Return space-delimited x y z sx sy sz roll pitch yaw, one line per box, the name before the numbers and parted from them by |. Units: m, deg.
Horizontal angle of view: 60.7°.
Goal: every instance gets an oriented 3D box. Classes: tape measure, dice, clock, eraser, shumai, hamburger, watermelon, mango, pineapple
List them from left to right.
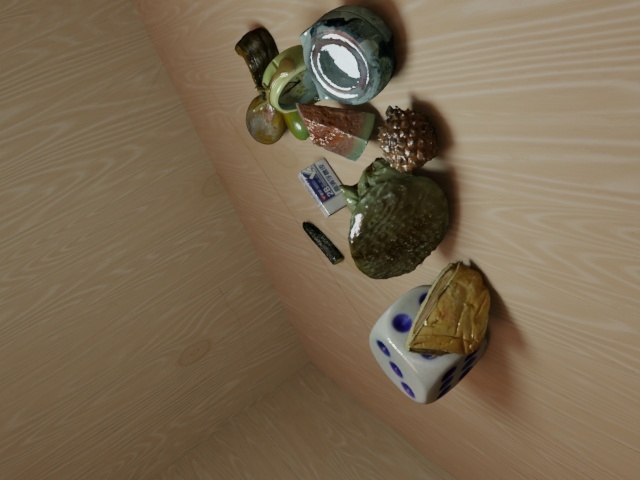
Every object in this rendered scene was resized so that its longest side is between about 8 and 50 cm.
mango | -0.215 -0.513 2.252 0.193 0.146 0.316 56 153 8
clock | -0.081 -0.503 1.703 0.096 0.308 0.235 55 160 14
mango | -0.093 -0.478 2.114 0.122 0.085 0.191 119 128 -80
eraser | 0.018 -0.209 2.180 0.210 0.124 0.068 56 161 4
watermelon | 0.028 -0.362 1.757 0.256 0.140 0.193 19 160 -6
tape measure | 0.077 -0.511 1.510 0.275 0.147 0.256 11 140 34
shumai | 0.199 -0.100 1.714 0.397 0.324 0.323 71 174 -48
pineapple | 0.237 -0.290 1.520 0.193 0.166 0.166 58 160 -4
dice | 0.377 0.365 1.944 0.304 0.304 0.277 43 156 32
hamburger | 0.423 0.253 1.734 0.209 0.330 0.162 33 170 -1

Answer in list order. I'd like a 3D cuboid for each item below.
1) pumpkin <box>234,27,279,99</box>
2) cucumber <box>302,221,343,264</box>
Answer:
pumpkin | -0.219 -0.671 2.042 0.248 0.131 0.126 56 160 -3
cucumber | 0.000 0.000 2.625 0.293 0.067 0.067 49 158 27
